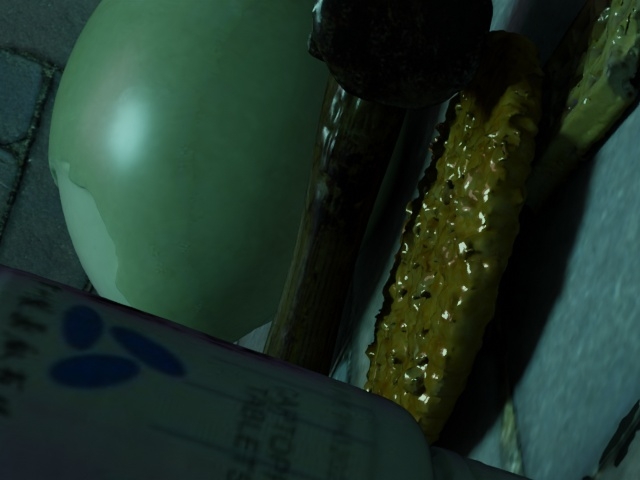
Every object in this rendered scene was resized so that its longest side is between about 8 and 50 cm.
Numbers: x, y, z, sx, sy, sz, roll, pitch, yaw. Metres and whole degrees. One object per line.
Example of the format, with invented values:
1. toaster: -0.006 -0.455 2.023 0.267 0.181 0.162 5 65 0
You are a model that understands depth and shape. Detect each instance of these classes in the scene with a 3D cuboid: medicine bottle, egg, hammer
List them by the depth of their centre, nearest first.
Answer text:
1. medicine bottle: -0.037 0.111 0.430 0.152 0.255 0.152 -160 90 -83
2. hammer: 0.000 0.000 0.748 0.242 0.095 0.408 -76 2 -72
3. egg: -0.078 -0.076 1.013 0.336 0.278 0.278 -66 7 -20

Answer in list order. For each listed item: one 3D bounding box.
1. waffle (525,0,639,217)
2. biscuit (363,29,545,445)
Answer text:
1. waffle: 0.131 -0.082 0.609 0.135 0.021 0.092 118 170 -53
2. biscuit: 0.065 0.006 0.689 0.254 0.035 0.253 -164 90 -87
